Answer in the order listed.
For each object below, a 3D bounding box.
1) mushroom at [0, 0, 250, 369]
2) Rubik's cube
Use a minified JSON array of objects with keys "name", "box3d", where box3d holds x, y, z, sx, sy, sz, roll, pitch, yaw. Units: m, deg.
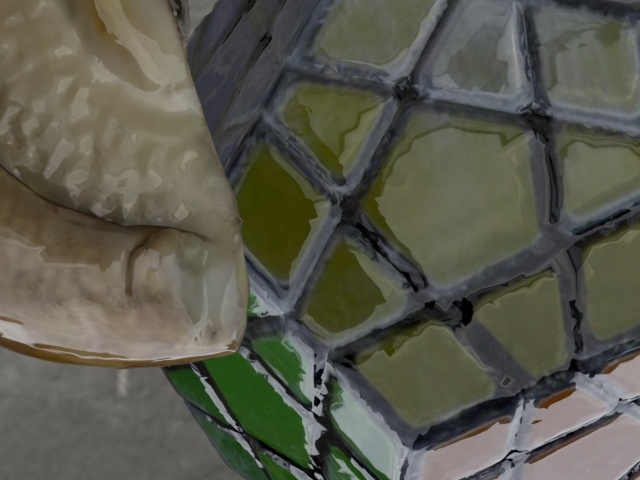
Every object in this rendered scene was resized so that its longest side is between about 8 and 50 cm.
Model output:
[{"name":"mushroom","box3d":[-0.080,-0.065,0.389,0.094,0.210,0.072,-17,178,-24]},{"name":"Rubik's cube","box3d":[0.063,-0.009,0.777,0.264,0.319,0.319,28,134,-20]}]
